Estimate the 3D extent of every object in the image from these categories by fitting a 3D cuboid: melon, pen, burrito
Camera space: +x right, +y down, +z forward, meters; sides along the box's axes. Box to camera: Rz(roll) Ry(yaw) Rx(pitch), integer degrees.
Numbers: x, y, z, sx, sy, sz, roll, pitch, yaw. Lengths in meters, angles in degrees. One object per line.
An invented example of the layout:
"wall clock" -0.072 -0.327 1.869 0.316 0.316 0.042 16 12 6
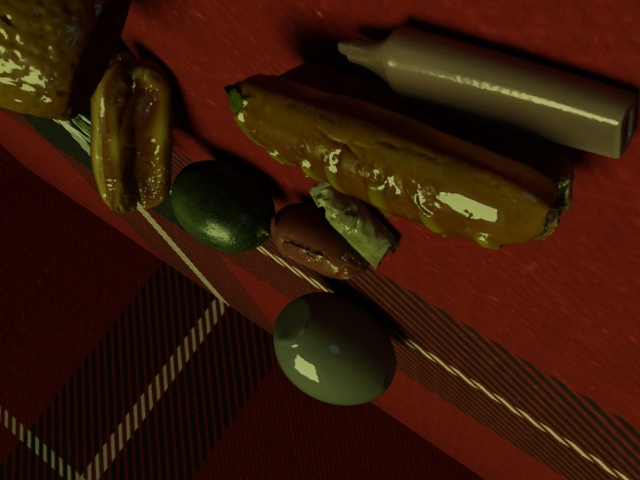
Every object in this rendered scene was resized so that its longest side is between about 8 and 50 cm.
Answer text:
"melon" -0.126 -0.045 0.935 0.167 0.114 0.114 30 165 32
"pen" 0.088 -0.096 0.426 0.197 0.032 0.053 25 163 30
"burrito" 0.042 -0.015 0.775 0.149 0.041 0.055 45 165 -35

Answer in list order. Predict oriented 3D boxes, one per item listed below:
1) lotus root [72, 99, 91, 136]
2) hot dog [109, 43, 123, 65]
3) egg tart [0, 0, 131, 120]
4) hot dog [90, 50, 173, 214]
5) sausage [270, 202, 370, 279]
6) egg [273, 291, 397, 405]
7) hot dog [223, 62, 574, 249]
"lotus root" -0.295 -0.171 1.008 0.203 0.078 0.183 44 169 -29
"hot dog" -0.281 -0.237 0.787 0.092 0.062 0.236 26 164 23
"egg tart" -0.261 -0.205 0.590 0.170 0.215 0.215 24 168 -11
"hot dog" -0.234 -0.124 0.866 0.068 0.100 0.249 59 152 28
"sausage" 0.000 0.000 0.861 0.141 0.076 0.076 29 164 32
"egg" 0.029 0.187 1.186 0.232 0.176 0.176 41 166 -25
"hot dog" 0.046 -0.067 0.488 0.269 0.115 0.072 29 130 36
